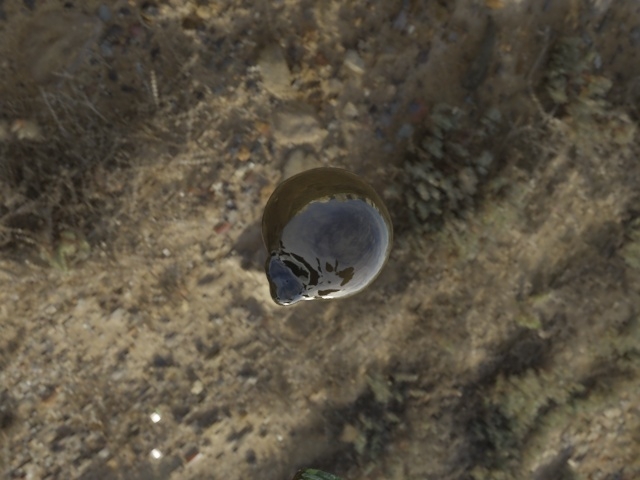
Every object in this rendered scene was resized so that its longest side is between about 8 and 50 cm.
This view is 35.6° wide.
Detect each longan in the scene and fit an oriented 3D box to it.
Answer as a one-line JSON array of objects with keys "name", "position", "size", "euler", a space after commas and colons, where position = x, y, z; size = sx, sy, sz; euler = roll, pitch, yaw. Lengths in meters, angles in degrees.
[{"name": "longan", "position": [0.000, 0.000, 1.317], "size": [0.185, 0.159, 0.204], "euler": [42, 76, -26]}]

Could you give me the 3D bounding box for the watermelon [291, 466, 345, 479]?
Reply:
[{"name": "watermelon", "position": [0.030, 0.482, 1.428], "size": [0.224, 0.180, 0.305], "euler": [-19, 93, -10]}]
